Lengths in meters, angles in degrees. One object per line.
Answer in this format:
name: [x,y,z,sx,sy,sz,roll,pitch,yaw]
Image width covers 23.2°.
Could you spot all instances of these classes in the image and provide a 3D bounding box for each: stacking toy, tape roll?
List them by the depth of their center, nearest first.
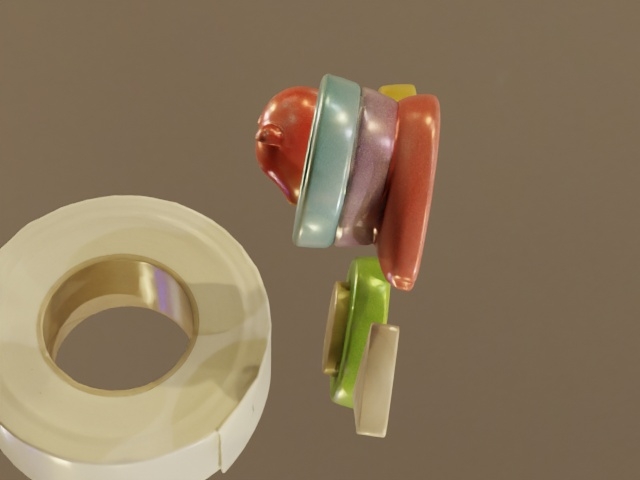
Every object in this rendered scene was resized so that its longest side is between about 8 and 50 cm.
stacking toy: [0.000,0.000,1.252,0.130,0.309,0.279,10,-86,-3]
tape roll: [-0.185,0.101,1.466,0.286,0.286,0.100,47,-23,23]
